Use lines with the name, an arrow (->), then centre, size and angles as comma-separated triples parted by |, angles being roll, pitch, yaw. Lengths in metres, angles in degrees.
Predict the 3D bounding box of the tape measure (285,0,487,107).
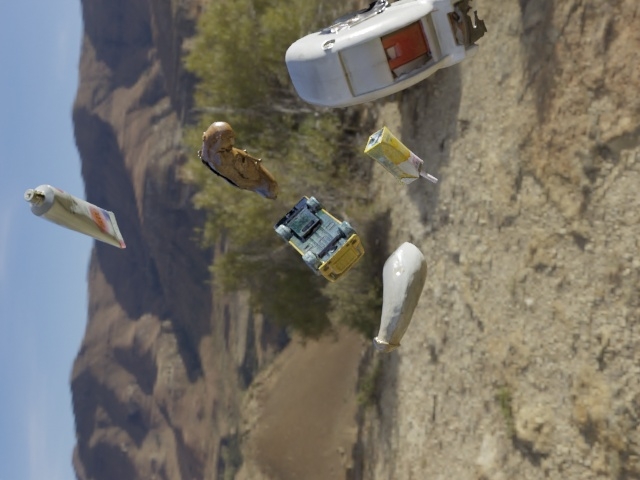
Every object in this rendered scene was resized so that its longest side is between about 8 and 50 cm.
tape measure -> 0.089, -0.315, 1.279 | 0.258, 0.265, 0.130 | 15, 130, 55

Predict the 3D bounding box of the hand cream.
hand cream -> -0.612, -0.067, 1.975 | 0.124, 0.078, 0.341 | 62, -165, 24

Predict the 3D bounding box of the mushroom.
mushroom -> 0.182, 0.127, 1.809 | 0.118, 0.103, 0.270 | 106, -177, -58

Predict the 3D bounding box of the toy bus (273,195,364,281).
toy bus -> 0.000, 0.000, 1.726 | 0.121, 0.123, 0.335 | -43, 26, -3

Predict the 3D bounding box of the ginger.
ginger -> -0.227, -0.208, 2.085 | 0.309, 0.133, 0.107 | 45, -141, -57

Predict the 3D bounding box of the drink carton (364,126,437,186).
drink carton -> 0.209, -0.198, 2.004 | 0.075, 0.200, 0.084 | -30, 30, 41
